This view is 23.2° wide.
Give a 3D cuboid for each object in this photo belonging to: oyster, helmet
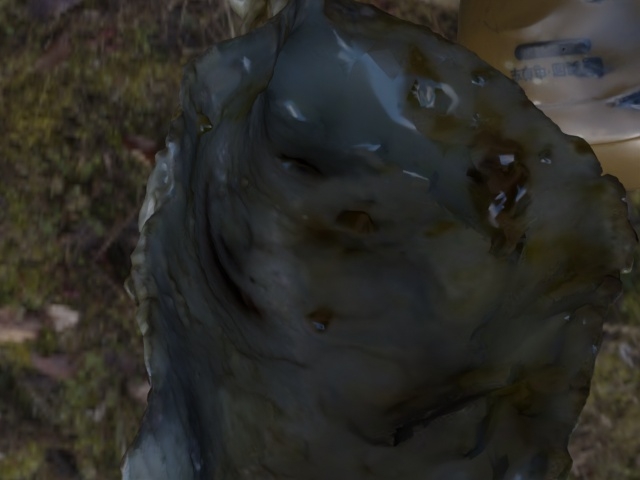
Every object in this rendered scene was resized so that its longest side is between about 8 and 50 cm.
[{"bbox_3d":[0.024,-0.001,0.650,0.204,0.396,0.111,18,130,-10],"label":"oyster"},{"bbox_3d":[0.185,-0.101,1.005,0.198,0.224,0.130,27,80,-55],"label":"helmet"}]
